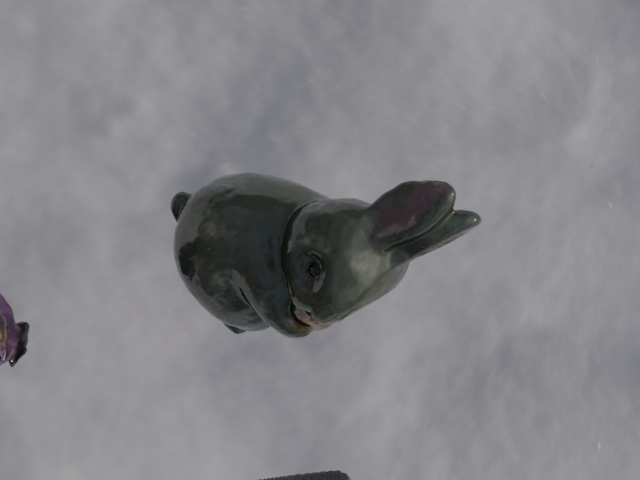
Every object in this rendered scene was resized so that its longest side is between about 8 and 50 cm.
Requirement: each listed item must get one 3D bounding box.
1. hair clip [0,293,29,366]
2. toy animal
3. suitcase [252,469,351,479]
[{"bbox_3d":[-0.375,0.048,1.159,0.359,0.110,0.095,17,97,-29],"label":"hair clip"},{"bbox_3d":[-0.007,0.008,1.107,0.138,0.236,0.108,41,68,-23],"label":"toy animal"},{"bbox_3d":[-0.015,0.166,0.781,0.086,0.126,0.059,-7,124,-3],"label":"suitcase"}]
